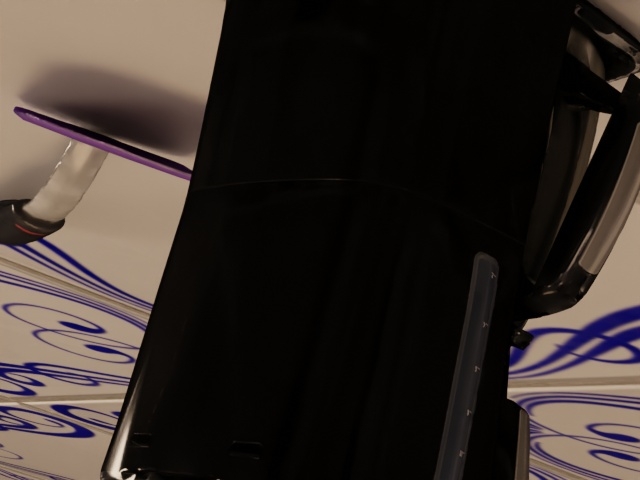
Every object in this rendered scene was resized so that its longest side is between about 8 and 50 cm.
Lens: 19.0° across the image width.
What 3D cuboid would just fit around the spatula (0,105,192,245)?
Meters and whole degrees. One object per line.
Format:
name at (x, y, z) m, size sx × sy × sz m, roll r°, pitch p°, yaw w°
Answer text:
spatula at (-0.121, -0.023, 0.873) m, size 0.084 × 0.030 × 0.296 m, roll 20°, pitch 165°, yaw -18°

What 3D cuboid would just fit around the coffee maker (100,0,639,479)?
coffee maker at (0.000, 0.000, 0.559) m, size 0.171 × 0.178 × 0.120 m, roll 19°, pitch 164°, yaw -19°
